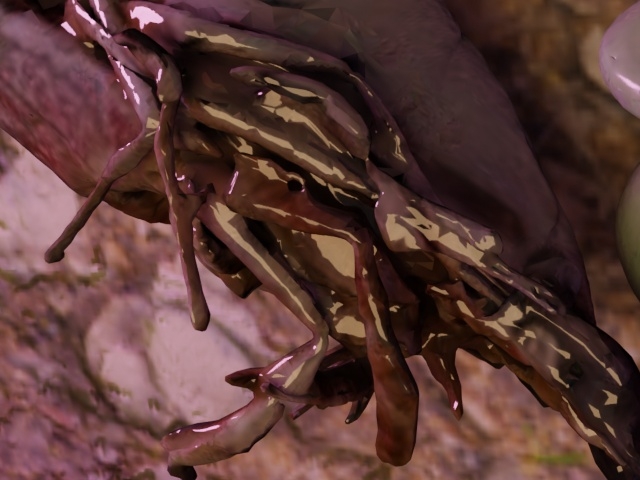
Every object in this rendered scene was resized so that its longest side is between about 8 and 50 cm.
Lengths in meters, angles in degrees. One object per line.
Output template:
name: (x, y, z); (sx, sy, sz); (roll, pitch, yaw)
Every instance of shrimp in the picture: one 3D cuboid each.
shrimp: (0.005, -0.005, 0.538); (0.343, 0.145, 0.116); (47, 154, 16)

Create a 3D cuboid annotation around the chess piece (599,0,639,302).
chess piece: (0.114, -0.063, 0.484); (0.139, 0.139, 0.272); (12, 128, 25)
